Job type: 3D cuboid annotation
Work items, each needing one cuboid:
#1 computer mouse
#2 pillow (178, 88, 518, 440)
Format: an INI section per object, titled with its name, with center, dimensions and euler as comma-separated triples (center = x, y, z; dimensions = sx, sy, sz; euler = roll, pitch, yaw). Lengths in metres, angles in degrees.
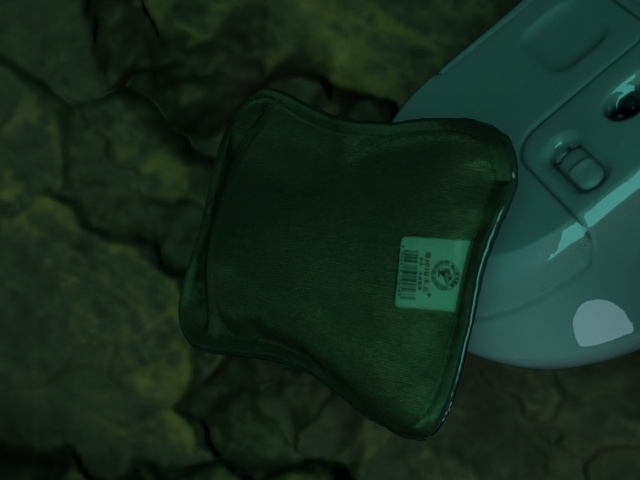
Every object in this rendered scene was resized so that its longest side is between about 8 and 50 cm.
[computer mouse]
center = 0.160, -0.055, 0.559
dimensions = 0.297, 0.184, 0.121
euler = -40, 125, 1
[pillow]
center = 0.001, 0.000, 0.553
dimensions = 0.033, 0.217, 0.130
euler = 16, 89, -34
